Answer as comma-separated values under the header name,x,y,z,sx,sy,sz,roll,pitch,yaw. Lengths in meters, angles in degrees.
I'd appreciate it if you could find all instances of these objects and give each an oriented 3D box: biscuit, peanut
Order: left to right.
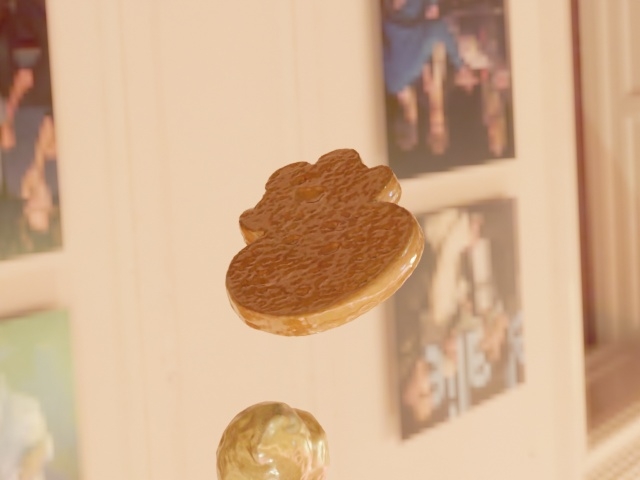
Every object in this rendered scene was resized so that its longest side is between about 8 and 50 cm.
name,x,y,z,sx,sy,sz,roll,pitch,yaw
peanut,-0.045,0.211,1.628,0.098,0.103,0.229,-5,171,6
biscuit,0.000,0.001,1.691,0.202,0.044,0.289,-19,-150,5
